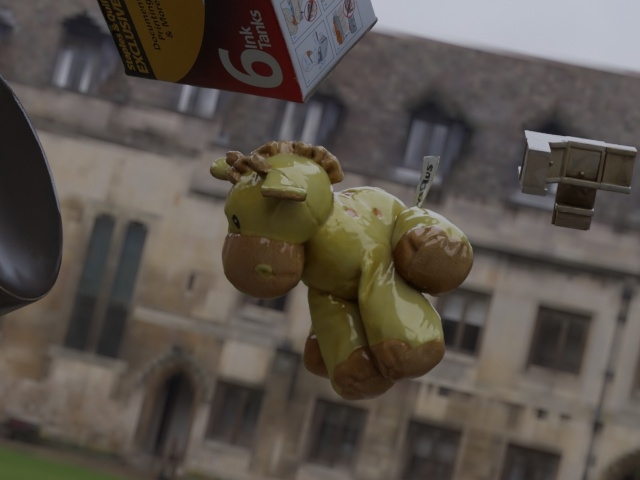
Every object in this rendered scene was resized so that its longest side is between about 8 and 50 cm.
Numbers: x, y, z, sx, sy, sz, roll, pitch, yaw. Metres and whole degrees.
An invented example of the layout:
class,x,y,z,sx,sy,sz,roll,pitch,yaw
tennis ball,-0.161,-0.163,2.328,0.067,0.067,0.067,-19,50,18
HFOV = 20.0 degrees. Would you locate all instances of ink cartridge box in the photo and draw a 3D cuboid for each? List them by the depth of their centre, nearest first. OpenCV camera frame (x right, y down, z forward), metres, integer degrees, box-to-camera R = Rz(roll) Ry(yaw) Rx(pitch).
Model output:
class,x,y,z,sx,sy,sz,roll,pitch,yaw
ink cartridge box,-0.129,-0.287,1.521,0.271,0.130,0.309,11,-43,35

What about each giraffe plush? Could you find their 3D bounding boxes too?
class,x,y,z,sx,sy,sz,roll,pitch,yaw
giraffe plush,0.000,0.000,1.382,0.170,0.210,0.181,23,-30,-28

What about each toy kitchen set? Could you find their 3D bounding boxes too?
class,x,y,z,sx,sy,sz,roll,pitch,yaw
toy kitchen set,0.186,-0.035,1.328,0.083,0.068,0.075,9,14,2

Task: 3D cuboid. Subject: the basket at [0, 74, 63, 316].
class,x,y,z,sx,sy,sz,roll,pitch,yaw
basket,-0.251,0.002,0.869,0.226,0.154,0.204,-18,-14,15
